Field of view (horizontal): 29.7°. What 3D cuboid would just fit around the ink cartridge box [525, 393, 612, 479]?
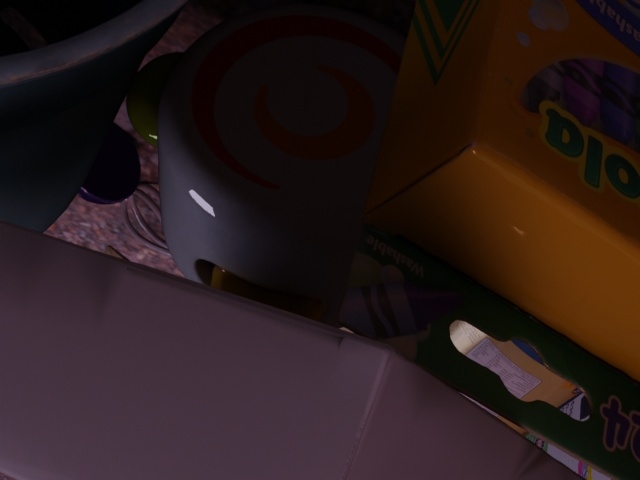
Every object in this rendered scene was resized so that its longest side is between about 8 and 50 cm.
[{"bbox_3d":[0.275,0.209,1.025,0.117,0.201,0.278,22,145,-9],"label":"ink cartridge box"}]

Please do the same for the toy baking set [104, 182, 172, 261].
[{"bbox_3d":[-0.082,0.014,0.967,0.256,0.030,0.196,-40,78,46],"label":"toy baking set"}]

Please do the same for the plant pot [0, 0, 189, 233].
[{"bbox_3d":[-0.225,-0.148,0.646,0.341,0.341,0.334,21,152,-8],"label":"plant pot"}]

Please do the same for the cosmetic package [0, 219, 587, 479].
[{"bbox_3d":[-0.042,0.093,0.596,0.284,0.097,0.377,14,168,27],"label":"cosmetic package"}]

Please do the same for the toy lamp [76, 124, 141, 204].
[{"bbox_3d":[-0.263,-0.022,1.028,0.080,0.080,0.275,37,140,-27],"label":"toy lamp"}]

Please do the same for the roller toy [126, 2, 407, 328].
[{"bbox_3d":[-0.010,-0.042,0.795,0.191,0.209,0.146,-20,151,-18],"label":"roller toy"}]

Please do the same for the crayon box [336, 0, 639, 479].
[{"bbox_3d":[0.142,-0.060,0.599,0.203,0.323,0.083,31,143,-21],"label":"crayon box"}]

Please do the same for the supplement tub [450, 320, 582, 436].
[{"bbox_3d":[0.136,0.073,0.923,0.144,0.144,0.199,26,136,-15],"label":"supplement tub"}]

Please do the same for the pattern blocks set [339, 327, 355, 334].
[{"bbox_3d":[0.026,0.098,1.116,0.325,0.026,0.285,20,140,-4],"label":"pattern blocks set"}]
